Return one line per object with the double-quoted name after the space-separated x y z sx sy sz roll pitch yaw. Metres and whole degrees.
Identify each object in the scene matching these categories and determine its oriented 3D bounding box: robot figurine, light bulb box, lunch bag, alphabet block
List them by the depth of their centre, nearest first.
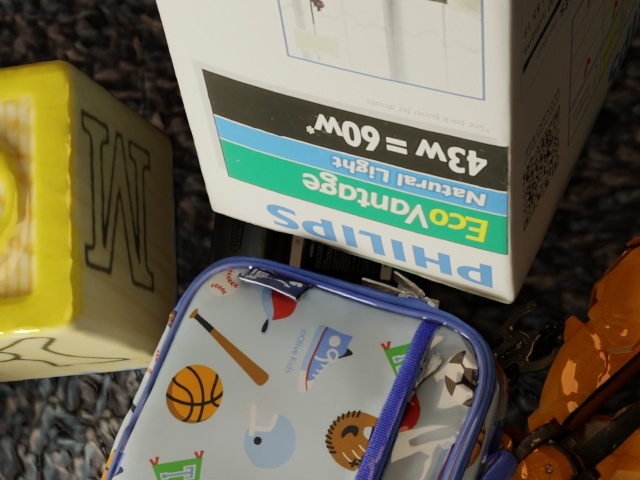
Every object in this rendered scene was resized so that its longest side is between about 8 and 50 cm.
0.076 -0.221 0.893 0.225 0.361 0.358 17 58 19 "light bulb box"
-0.011 0.162 0.942 0.243 0.115 0.303 18 77 22 "lunch bag"
0.217 0.108 0.959 0.291 0.085 0.211 -47 57 17 "robot figurine"
-0.226 -0.004 1.073 0.192 0.197 0.193 -8 76 13 "alphabet block"

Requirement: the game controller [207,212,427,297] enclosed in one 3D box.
0.000 0.000 1.092 0.166 0.067 0.319 7 81 2 "game controller"
